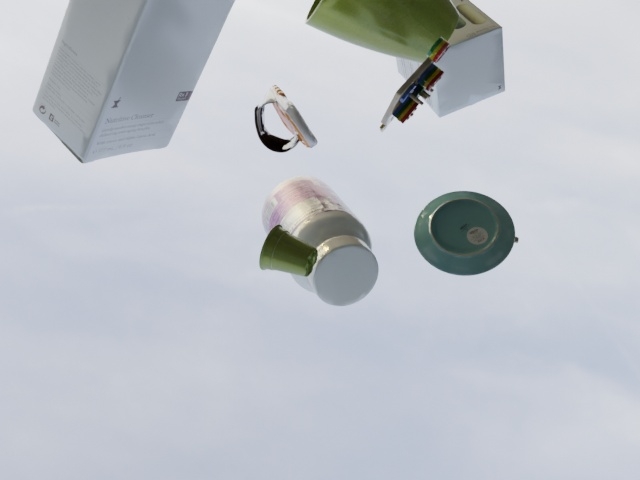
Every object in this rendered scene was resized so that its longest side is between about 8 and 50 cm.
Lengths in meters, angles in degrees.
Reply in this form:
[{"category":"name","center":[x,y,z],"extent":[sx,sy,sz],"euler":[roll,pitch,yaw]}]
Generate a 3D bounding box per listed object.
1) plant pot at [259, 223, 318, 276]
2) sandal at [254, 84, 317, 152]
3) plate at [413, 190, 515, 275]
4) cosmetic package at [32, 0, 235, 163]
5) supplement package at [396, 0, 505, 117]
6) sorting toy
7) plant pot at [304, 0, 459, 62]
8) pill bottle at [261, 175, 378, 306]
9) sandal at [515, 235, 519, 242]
[{"category":"plant pot","center":[-0.049,0.024,1.237],"extent":[0.079,0.083,0.083],"euler":[20,-130,15]},{"category":"sandal","center":[-0.071,-0.191,1.211],"extent":[0.076,0.265,0.102],"euler":[-32,-72,1]},{"category":"plate","center":[0.269,-0.021,1.371],"extent":[0.188,0.024,0.188],"euler":[-4,-122,6]},{"category":"cosmetic package","center":[-0.306,-0.336,1.232],"extent":[0.156,0.385,0.217],"euler":[44,-147,15]},{"category":"supplement package","center":[0.335,-0.501,1.943],"extent":[0.199,0.198,0.262],"euler":[-23,-135,-6]},{"category":"sorting toy","center":[0.194,-0.302,1.536],"extent":[0.046,0.274,0.132],"euler":[40,-111,4]},{"category":"plant pot","center":[0.158,-0.539,1.673],"extent":[0.293,0.275,0.275],"euler":[29,-128,-13]},{"category":"pill bottle","center":[0.000,0.000,1.413],"extent":[0.169,0.169,0.301],"euler":[7,-157,-23]},{"category":"sandal","center":[0.330,-0.046,1.479],"extent":[0.072,0.049,0.180],"euler":[8,-157,-32]}]
